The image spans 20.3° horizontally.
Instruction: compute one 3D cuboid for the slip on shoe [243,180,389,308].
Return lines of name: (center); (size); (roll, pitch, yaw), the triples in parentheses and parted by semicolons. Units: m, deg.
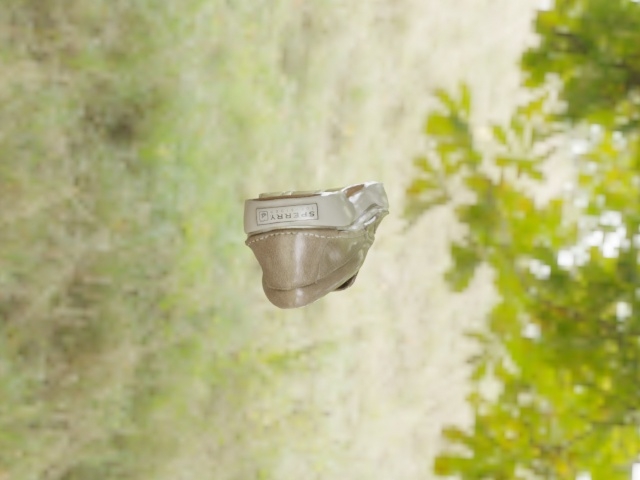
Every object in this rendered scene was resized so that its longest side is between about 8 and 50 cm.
slip on shoe: (0.000, 0.000, 0.698); (0.135, 0.051, 0.041); (-30, 114, -83)
